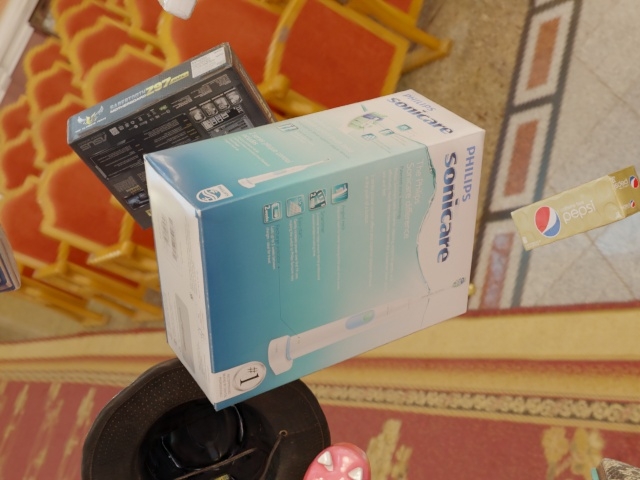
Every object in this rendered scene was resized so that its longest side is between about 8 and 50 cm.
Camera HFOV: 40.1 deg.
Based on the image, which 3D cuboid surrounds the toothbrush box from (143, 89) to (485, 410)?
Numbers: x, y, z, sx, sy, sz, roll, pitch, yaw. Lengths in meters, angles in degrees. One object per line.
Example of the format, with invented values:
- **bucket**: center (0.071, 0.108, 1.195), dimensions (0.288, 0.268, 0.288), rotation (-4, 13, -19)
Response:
- **toothbrush box**: center (0.000, 0.000, 0.841), dimensions (0.126, 0.295, 0.216), rotation (42, 142, 48)

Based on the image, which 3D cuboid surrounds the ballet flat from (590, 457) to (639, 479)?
- **ballet flat**: center (0.419, 0.401, 1.056), dimensions (0.182, 0.164, 0.483), rotation (-19, 6, 22)

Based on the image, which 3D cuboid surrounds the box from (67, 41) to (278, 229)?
- **box**: center (-0.177, -0.128, 1.132), dimensions (0.232, 0.183, 0.059), rotation (-23, 46, 10)

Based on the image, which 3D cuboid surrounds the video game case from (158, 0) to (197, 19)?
- **video game case**: center (-0.094, -0.315, 0.768), dimensions (0.227, 0.026, 0.206), rotation (-65, 22, 14)

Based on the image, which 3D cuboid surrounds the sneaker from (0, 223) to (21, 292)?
- **sneaker**: center (-0.405, 0.039, 0.821), dimensions (0.182, 0.128, 0.315), rotation (-24, -1, -7)

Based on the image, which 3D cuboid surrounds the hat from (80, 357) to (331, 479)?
- **hat**: center (-0.145, 0.245, 1.114), dimensions (0.331, 0.331, 0.134), rotation (-54, 30, 17)

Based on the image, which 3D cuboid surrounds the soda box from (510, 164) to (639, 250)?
- **soda box**: center (0.348, -0.041, 1.188), dimensions (0.181, 0.058, 0.061), rotation (-25, 85, 57)

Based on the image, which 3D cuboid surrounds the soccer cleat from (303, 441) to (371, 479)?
- **soccer cleat**: center (-0.018, 0.326, 0.908), dimensions (0.248, 0.083, 0.095), rotation (-63, -16, -8)
